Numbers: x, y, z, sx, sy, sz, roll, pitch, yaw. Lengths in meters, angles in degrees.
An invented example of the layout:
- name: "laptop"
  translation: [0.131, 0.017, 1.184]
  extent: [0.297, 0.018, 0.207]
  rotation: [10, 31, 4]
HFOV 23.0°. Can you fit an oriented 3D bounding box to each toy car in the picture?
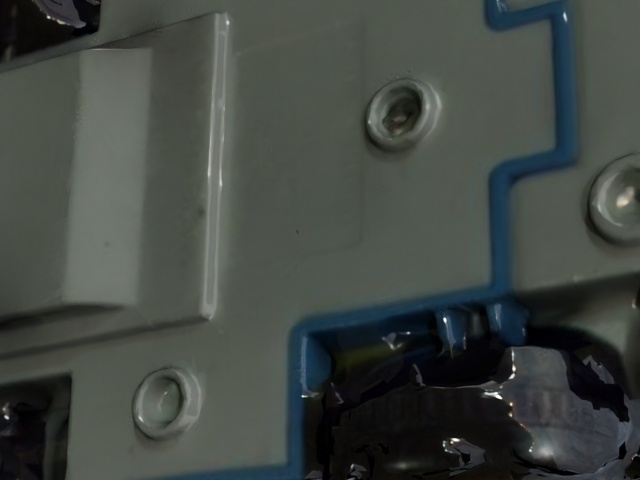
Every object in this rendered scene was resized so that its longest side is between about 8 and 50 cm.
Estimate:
- name: "toy car"
  translation: [0.000, 0.000, 0.440]
  extent: [0.166, 0.314, 0.198]
  rotation: [31, 53, -52]
